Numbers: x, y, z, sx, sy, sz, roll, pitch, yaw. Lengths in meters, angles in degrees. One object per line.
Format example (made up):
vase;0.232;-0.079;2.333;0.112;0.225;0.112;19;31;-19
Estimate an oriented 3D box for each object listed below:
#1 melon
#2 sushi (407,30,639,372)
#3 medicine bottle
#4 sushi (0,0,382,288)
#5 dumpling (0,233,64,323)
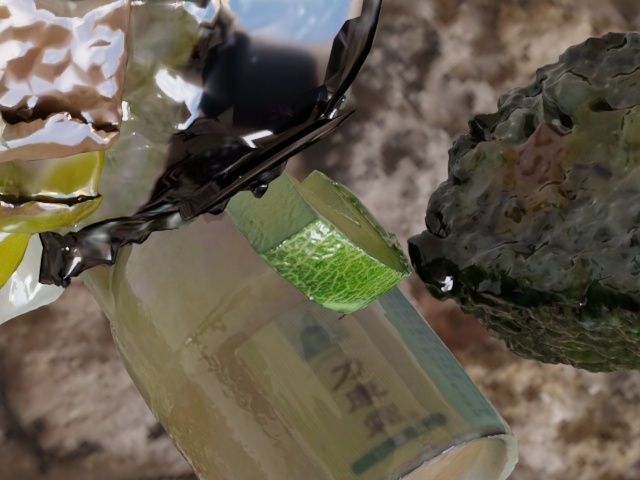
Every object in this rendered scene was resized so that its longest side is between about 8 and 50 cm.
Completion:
melon;0.000;0.000;1.122;0.064;0.118;0.209;-43;162;8
sushi;0.278;-0.037;1.422;0.178;0.352;0.294;42;60;-43
medicine bottle;-0.042;0.088;1.408;0.236;0.406;0.235;-30;154;-16
sushi;-0.169;-0.128;0.701;0.285;0.328;0.329;-31;179;-40
dumpling;-0.293;-0.008;1.090;0.252;0.131;0.179;-12;117;-16
